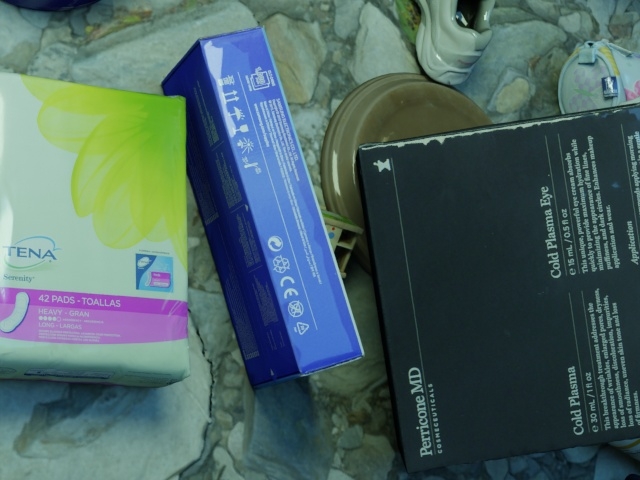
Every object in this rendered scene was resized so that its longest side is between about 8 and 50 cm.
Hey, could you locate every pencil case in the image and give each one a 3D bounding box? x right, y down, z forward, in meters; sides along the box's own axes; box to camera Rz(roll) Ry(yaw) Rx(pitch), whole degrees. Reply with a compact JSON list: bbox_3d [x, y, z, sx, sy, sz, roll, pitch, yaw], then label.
[{"bbox_3d":[0.433,-0.189,1.902,0.273,0.113,0.124,-1,81,-32],"label":"pencil case"}]

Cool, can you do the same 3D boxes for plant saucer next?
[{"bbox_3d":[0.127,-0.068,1.731,0.277,0.041,0.278,9,72,-29],"label":"plant saucer"}]

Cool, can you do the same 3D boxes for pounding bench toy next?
[{"bbox_3d":[0.000,0.000,1.632,0.052,0.083,0.065,17,100,-24],"label":"pounding bench toy"}]

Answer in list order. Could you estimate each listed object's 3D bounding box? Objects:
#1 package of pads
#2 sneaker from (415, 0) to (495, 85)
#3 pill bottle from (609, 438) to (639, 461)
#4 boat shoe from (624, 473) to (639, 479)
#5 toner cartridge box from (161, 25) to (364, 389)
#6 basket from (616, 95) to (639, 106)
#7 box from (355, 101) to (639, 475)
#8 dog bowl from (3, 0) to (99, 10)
[{"bbox_3d":[-0.248,-0.009,1.453,0.229,0.101,0.297,7,73,-31],"label":"package of pads"},{"bbox_3d":[0.161,-0.308,1.761,0.090,0.115,0.232,-2,69,-33],"label":"sneaker"},{"bbox_3d":[0.411,0.214,1.779,0.215,0.117,0.117,30,64,-21],"label":"pill bottle"},{"bbox_3d":[0.467,0.357,1.784,0.258,0.109,0.089,31,60,-23],"label":"boat shoe"},{"bbox_3d":[-0.064,-0.028,1.524,0.075,0.165,0.348,-15,86,-21],"label":"toner cartridge box"},{"bbox_3d":[0.558,-0.032,1.787,0.331,0.266,0.328,-21,113,-33],"label":"basket"},{"bbox_3d":[0.213,0.046,1.565,0.312,0.179,0.343,-8,90,-1],"label":"box"},{"bbox_3d":[-0.279,-0.375,1.529,0.264,0.104,0.265,8,74,-29],"label":"dog bowl"}]
